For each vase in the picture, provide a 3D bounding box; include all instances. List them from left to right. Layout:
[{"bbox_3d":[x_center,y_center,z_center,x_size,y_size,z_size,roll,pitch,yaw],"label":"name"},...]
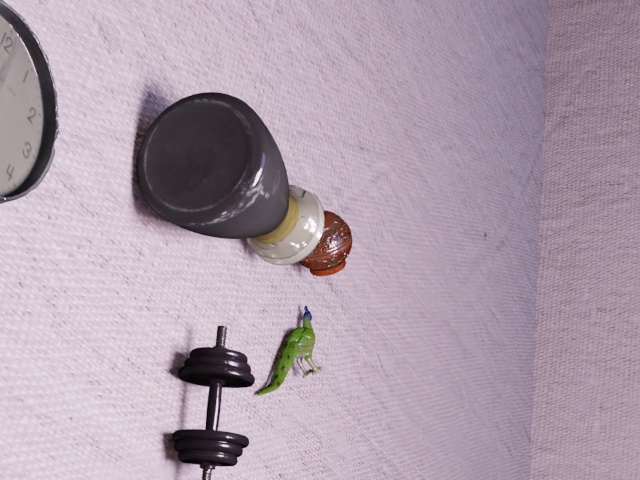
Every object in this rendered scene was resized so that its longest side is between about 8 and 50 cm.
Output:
[{"bbox_3d":[-0.101,-0.060,1.647,0.321,0.173,0.173,43,47,-67],"label":"vase"}]

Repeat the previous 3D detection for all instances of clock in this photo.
[{"bbox_3d":[-0.337,-0.140,1.241,0.215,0.042,0.215,-5,90,-67],"label":"clock"}]

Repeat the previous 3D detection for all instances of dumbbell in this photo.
[{"bbox_3d":[-0.135,0.210,1.573,0.099,0.099,0.208,37,54,-60],"label":"dumbbell"}]

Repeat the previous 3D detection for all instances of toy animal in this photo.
[{"bbox_3d":[-0.036,0.188,1.875,0.075,0.041,0.217,54,36,-20],"label":"toy animal"}]

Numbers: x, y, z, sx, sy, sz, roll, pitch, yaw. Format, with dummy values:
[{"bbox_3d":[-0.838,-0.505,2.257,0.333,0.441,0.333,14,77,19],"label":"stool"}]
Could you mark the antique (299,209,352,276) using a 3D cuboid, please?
[{"bbox_3d":[0.000,0.000,1.927,0.104,0.104,0.104,-5,90,-67],"label":"antique"}]
